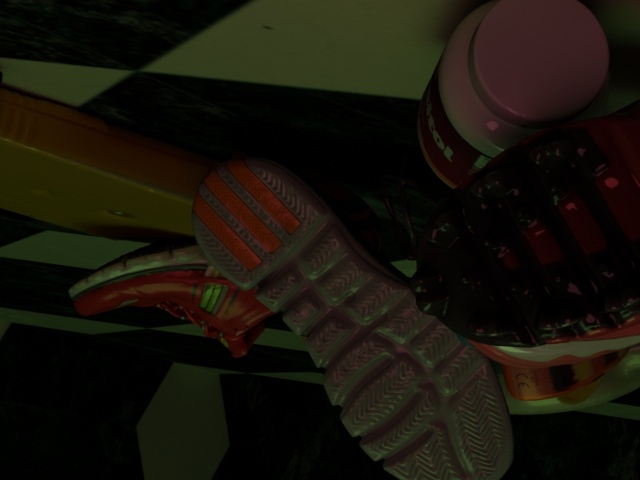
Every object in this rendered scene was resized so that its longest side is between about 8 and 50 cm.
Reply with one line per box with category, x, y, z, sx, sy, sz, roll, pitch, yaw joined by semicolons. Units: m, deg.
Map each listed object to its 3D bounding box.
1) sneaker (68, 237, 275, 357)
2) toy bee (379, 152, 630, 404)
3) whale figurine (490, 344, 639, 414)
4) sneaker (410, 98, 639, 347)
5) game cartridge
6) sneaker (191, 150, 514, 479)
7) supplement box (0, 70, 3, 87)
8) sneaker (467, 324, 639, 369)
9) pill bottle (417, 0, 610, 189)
sneaker;-0.101;0.054;1.422;0.279;0.118;0.107;-8;-174;10
toy bee;0.152;-0.009;1.009;0.162;0.298;0.195;-17;135;-6
whale figurine;0.272;0.085;1.522;0.272;0.141;0.216;-13;179;-20
sneaker;0.174;-0.030;0.702;0.276;0.098;0.135;-28;173;15
game cartridge;-0.232;-0.065;1.300;0.323;0.053;0.285;20;166;-37
sneaker;0.040;0.047;1.193;0.321;0.124;0.180;52;-167;-3
supplement box;-0.309;-0.106;1.008;0.104;0.081;0.188;5;169;23
sneaker;0.228;0.000;0.816;0.313;0.116;0.136;-11;165;-10
pill bottle;0.099;-0.075;0.781;0.086;0.086;0.152;10;170;-1
